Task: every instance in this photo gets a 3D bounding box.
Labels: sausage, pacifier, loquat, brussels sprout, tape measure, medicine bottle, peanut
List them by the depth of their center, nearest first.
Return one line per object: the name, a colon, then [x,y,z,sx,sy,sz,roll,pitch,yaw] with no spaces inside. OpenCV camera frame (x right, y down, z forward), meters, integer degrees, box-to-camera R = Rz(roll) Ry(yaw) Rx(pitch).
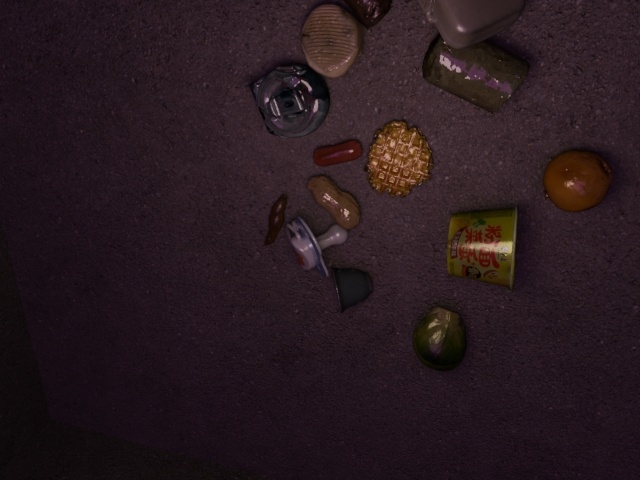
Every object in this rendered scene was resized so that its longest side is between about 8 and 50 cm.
medicine bottle: [0.405,-0.757,1.329,0.283,0.123,0.374,-27,88,-6]
loquat: [0.845,-0.193,1.529,0.208,0.208,0.207,6,116,12]
tape measure: [-0.106,-0.495,1.660,0.275,0.147,0.256,-15,110,22]
sausage: [0.062,-0.326,1.738,0.194,0.077,0.077,-9,112,17]
peanut: [0.060,-0.155,1.799,0.256,0.123,0.124,48,117,-2]
pacifier: [0.000,0.000,1.863,0.233,0.244,0.299,-24,135,-8]
brussels sprout: [0.490,0.400,1.901,0.220,0.210,0.271,11,101,4]

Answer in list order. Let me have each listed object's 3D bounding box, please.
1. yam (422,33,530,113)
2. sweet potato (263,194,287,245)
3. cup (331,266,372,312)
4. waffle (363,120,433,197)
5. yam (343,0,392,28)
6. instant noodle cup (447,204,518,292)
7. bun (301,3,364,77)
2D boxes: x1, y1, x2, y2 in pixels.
yam: [0.476,-0.544,1.461,0.300,0.195,0.195,28,118,0]
sweet potato: [-0.186,-0.077,1.925,0.067,0.067,0.273,24,120,3]
cup: [0.135,0.190,1.918,0.150,0.199,0.198,-12,112,0]
waffle: [0.277,-0.290,1.704,0.263,0.060,0.280,-25,106,23]
yam: [0.109,-0.821,1.465,0.131,0.131,0.279,-36,103,26]
instant noodle cup: [0.583,0.023,1.658,0.222,0.311,0.310,4,116,24]
bun: [0.046,-0.667,1.557,0.210,0.116,0.236,-3,99,19]
